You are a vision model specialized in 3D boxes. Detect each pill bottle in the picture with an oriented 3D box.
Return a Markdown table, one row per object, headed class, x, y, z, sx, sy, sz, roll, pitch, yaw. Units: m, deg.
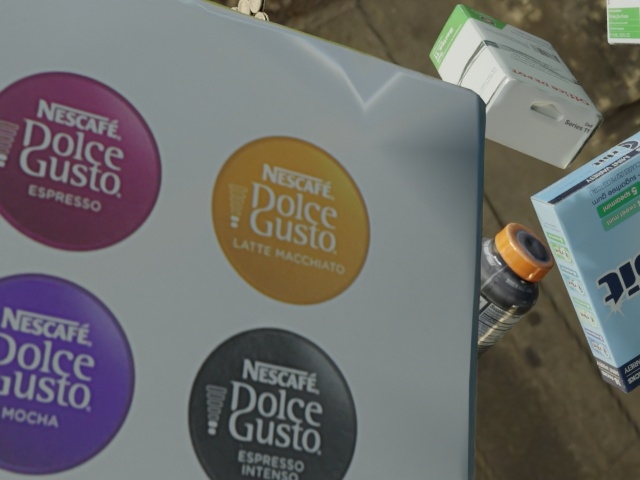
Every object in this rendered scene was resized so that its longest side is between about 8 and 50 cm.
| class | x | y | z | sx | sy | sz | roll | pitch | yaw |
| --- | --- | --- | --- | --- | --- | --- | --- | --- | --- |
| pill bottle | 0.223 | 0.084 | 1.814 | 0.130 | 0.246 | 0.130 | 30 | 32 | -21 |

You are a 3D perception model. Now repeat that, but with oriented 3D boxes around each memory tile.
| class | x | y | z | sx | sy | sz | roll | pitch | yaw |
| --- | --- | --- | --- | --- | --- | --- | --- | --- | --- |
| memory tile | -0.103 | -0.276 | 1.754 | 0.012 | 0.148 | 0.113 | -5 | 80 | -30 |

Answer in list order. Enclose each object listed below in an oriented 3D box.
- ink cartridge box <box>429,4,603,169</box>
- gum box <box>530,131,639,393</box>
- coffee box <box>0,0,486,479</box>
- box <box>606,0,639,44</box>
| class | x | y | z | sx | sy | sz | roll | pitch | yaw |
| --- | --- | --- | --- | --- | --- | --- | --- | --- | --- |
| ink cartridge box | 0.241 | -0.194 | 1.584 | 0.153 | 0.087 | 0.208 | 19 | 28 | -23 |
| gum box | 0.276 | 0.008 | 1.047 | 0.157 | 0.041 | 0.184 | -31 | 111 | -12 |
| coffee box | -0.180 | 0.109 | 0.424 | 0.337 | 0.338 | 0.334 | 15 | 68 | -24 |
| box | 0.403 | -0.277 | 1.493 | 0.102 | 0.101 | 0.087 | -6 | 100 | -11 |
